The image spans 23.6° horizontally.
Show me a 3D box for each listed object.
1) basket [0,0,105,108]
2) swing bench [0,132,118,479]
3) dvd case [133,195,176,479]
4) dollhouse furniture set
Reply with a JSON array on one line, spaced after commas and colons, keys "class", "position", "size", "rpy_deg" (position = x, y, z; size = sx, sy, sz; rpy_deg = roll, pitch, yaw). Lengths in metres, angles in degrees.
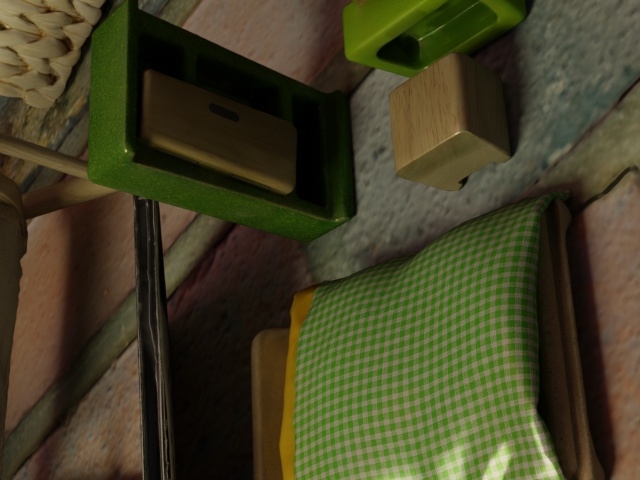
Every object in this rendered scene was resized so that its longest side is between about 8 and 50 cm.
[{"class": "basket", "position": [-0.331, -0.295, 1.177], "size": [0.331, 0.328, 0.266], "rpy_deg": [37, 108, 52]}, {"class": "swing bench", "position": [-0.251, 0.077, 1.028], "size": [0.255, 0.165, 0.253], "rpy_deg": [-28, 54, 43]}, {"class": "dvd case", "position": [-0.090, 0.104, 0.853], "size": [0.164, 0.018, 0.221], "rpy_deg": [96, 170, -58]}, {"class": "dollhouse furniture set", "position": [0.000, 0.000, 0.746], "size": [0.198, 0.151, 0.301], "rpy_deg": [-31, 52, 41]}]
